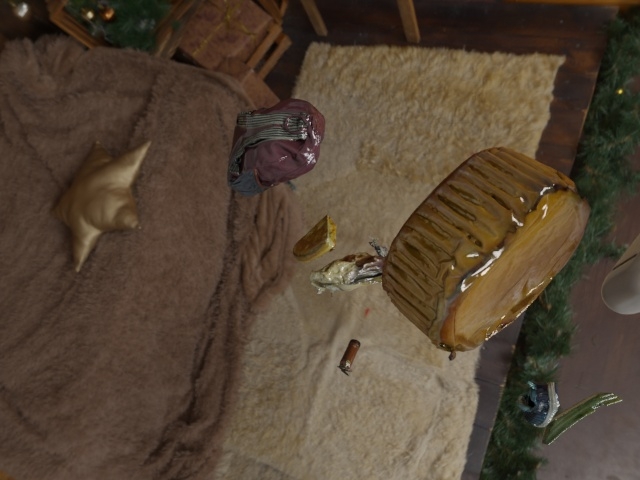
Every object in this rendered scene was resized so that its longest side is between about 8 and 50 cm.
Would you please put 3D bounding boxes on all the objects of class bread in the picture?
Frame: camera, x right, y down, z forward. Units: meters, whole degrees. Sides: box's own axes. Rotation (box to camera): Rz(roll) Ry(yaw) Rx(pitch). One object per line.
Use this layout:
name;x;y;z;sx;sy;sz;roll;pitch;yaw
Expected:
bread;0.153;0.009;0.480;0.199;0.199;0.104;-48;52;4

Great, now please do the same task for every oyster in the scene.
oyster;0.127;0.084;1.308;0.274;0.271;0.101;-13;76;11

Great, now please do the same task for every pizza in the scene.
pizza;0.000;0.001;1.198;0.134;0.046;0.175;-53;19;-14

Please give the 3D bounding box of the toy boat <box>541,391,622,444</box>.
toy boat;0.828;0.563;1.587;0.292;0.093;0.055;-26;69;-8

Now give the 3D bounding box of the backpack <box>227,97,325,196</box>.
backpack;-0.131;-0.289;1.469;0.317;0.197;0.284;-12;64;38

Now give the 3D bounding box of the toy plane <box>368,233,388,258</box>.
toy plane;0.191;0.030;1.592;0.031;0.049;0.121;-35;83;25

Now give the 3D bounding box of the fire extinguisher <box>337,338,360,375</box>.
fire extinguisher;0.115;0.465;1.950;0.062;0.177;0.050;18;124;12

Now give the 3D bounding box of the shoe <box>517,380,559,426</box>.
shoe;0.458;0.349;1.052;0.071;0.143;0.064;9;49;11

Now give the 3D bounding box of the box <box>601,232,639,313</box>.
box;0.993;0.055;1.450;0.141;0.289;0.349;40;75;15
